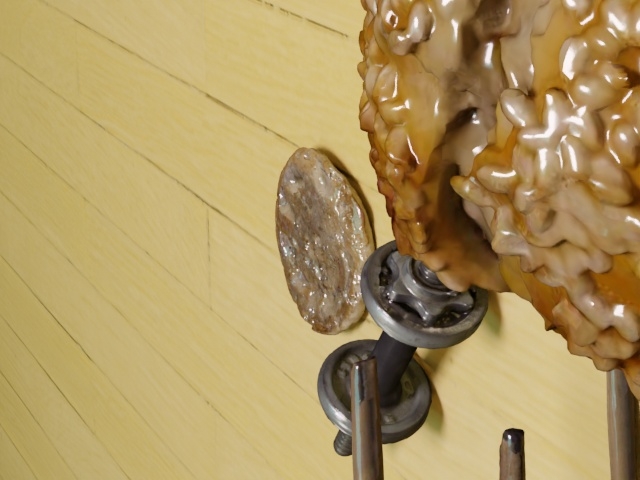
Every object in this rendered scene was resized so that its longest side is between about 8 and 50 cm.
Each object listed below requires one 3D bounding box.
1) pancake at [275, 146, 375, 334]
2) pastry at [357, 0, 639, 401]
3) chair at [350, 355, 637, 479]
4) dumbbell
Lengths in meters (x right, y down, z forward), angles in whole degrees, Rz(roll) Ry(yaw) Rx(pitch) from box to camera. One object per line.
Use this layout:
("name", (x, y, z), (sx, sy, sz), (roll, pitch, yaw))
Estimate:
("pancake", (0.000, 0.000, 1.074), (0.139, 0.022, 0.140), (36, 132, 55))
("pastry", (0.115, -0.085, 0.620), (0.316, 0.184, 0.285), (56, 145, 40))
("chair", (0.122, 0.190, 0.710), (0.166, 0.188, 0.272), (-163, 68, -66))
("dumbbell", (0.049, 0.065, 0.930), (0.082, 0.081, 0.254), (63, 149, 31))
